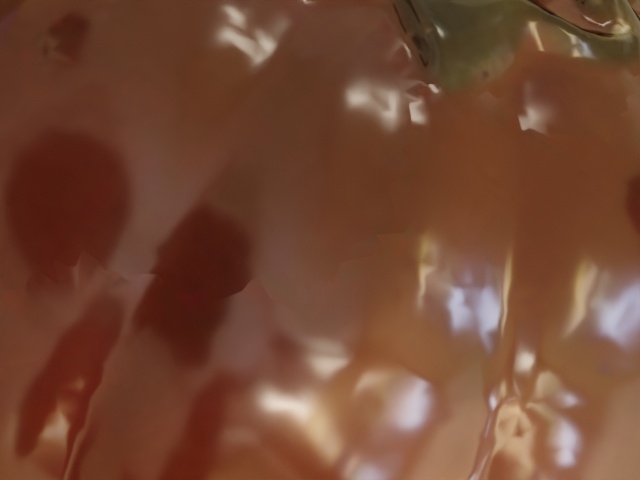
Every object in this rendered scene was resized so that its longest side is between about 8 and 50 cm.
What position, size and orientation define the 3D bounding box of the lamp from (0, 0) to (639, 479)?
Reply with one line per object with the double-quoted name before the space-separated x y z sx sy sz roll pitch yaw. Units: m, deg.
"lamp" 0.000 0.000 0.506 0.303 0.303 0.257 50 -55 49
